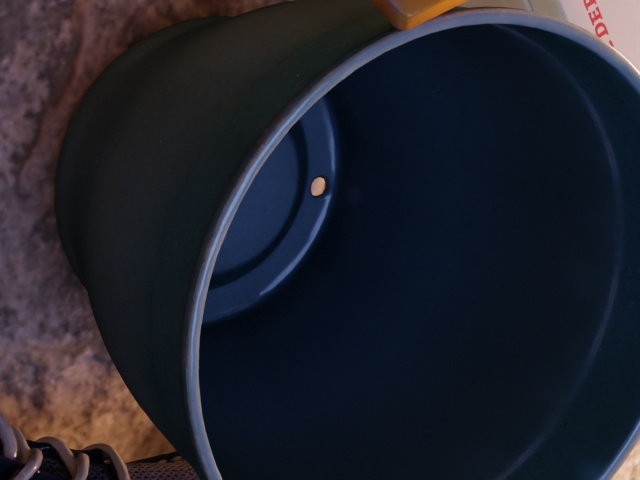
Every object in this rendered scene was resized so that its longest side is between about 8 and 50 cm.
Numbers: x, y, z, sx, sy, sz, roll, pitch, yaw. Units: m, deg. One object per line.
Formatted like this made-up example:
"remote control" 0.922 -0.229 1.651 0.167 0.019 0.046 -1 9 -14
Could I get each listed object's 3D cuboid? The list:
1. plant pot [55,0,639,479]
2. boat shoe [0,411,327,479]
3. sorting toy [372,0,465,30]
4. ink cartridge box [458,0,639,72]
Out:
"plant pot" 0.000 0.000 0.894 0.272 0.255 0.271 -10 111 -29
"boat shoe" -0.142 0.141 0.914 0.340 0.127 0.158 -23 114 -13
"sorting toy" -0.046 -0.231 0.774 0.196 0.348 0.047 -43 166 -31
"ink cartridge box" 0.170 -0.162 1.022 0.176 0.127 0.128 -37 122 -17
